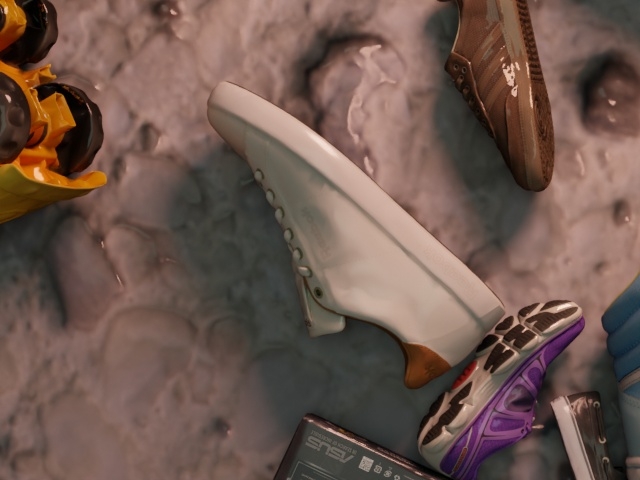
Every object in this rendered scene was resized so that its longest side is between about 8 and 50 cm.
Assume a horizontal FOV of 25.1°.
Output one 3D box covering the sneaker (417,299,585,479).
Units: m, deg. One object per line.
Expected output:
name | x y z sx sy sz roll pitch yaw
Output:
sneaker | 0.149 0.118 1.130 0.071 0.068 0.170 41 92 -17

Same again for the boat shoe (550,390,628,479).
boat shoe | 0.219 0.186 1.117 0.040 0.049 0.142 -18 83 4

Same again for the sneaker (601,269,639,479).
sneaker | 0.341 0.060 1.031 0.319 0.127 0.208 -21 80 30

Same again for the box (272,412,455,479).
box | 0.054 0.266 1.123 0.232 0.059 0.183 24 89 6

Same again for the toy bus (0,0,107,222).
toy bus | -0.307 -0.104 1.155 0.211 0.149 0.220 -26 82 20

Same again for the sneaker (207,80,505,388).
sneaker | 0.000 0.000 1.121 0.290 0.106 0.123 43 89 5

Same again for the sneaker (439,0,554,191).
sneaker | 0.138 -0.126 1.145 0.071 0.066 0.188 -12 80 22
